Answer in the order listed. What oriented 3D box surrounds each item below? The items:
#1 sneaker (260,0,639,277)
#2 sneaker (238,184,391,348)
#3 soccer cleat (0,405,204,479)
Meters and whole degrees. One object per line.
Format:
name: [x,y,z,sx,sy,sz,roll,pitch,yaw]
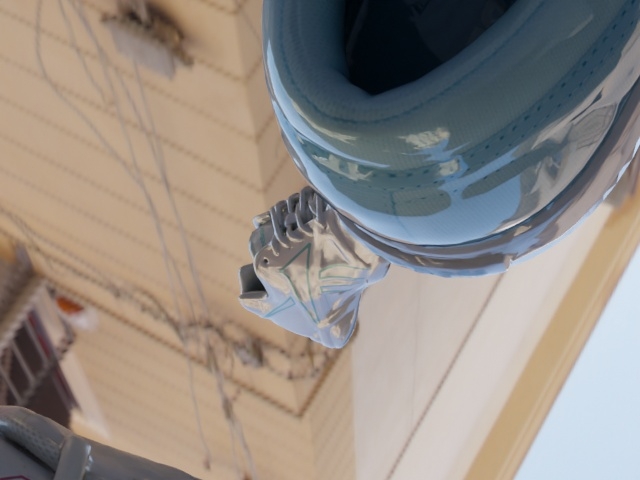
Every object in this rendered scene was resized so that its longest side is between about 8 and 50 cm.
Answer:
sneaker: [0.082,-0.169,0.480,0.135,0.150,0.366,15,-94,15]
sneaker: [0.000,0.000,0.819,0.061,0.152,0.053,14,-128,-9]
soccer cleat: [-0.058,0.122,0.541,0.331,0.143,0.116,9,-127,19]
